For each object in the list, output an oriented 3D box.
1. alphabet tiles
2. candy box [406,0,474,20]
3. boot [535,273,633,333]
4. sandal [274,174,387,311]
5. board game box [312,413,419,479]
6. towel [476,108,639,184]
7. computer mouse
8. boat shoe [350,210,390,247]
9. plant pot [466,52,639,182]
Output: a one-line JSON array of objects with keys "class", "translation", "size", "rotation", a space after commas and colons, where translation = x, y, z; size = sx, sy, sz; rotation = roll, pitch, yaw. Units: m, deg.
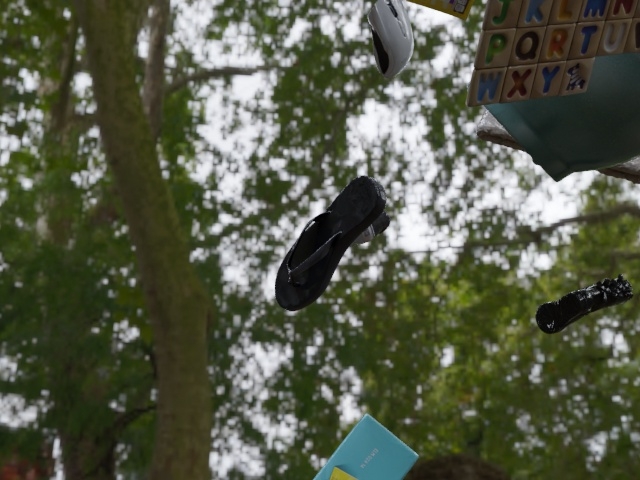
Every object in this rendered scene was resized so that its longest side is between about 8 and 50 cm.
[{"class": "alphabet tiles", "translation": [0.257, -0.234, 1.034], "size": [0.237, 0.009, 0.198], "rotation": [-11, -55, -29]}, {"class": "candy box", "translation": [0.215, -0.455, 1.627], "size": [0.105, 0.027, 0.206], "rotation": [17, -62, -3]}, {"class": "boot", "translation": [0.368, 0.088, 1.455], "size": [0.099, 0.045, 0.121], "rotation": [-14, -17, -26]}, {"class": "sandal", "translation": [0.000, -0.001, 1.613], "size": [0.054, 0.097, 0.254], "rotation": [16, -62, -45]}, {"class": "board game box", "translation": [-0.031, 0.367, 1.191], "size": [0.079, 0.336, 0.254], "rotation": [38, -15, 8]}, {"class": "towel", "translation": [0.400, -0.197, 1.622], "size": [0.282, 0.187, 0.049], "rotation": [17, -31, 19]}, {"class": "computer mouse", "translation": [0.106, -0.328, 1.540], "size": [0.042, 0.106, 0.193], "rotation": [18, -43, 40]}, {"class": "boat shoe", "translation": [0.080, -0.038, 2.026], "size": [0.076, 0.080, 0.228], "rotation": [-26, 3, -11]}, {"class": "plant pot", "translation": [0.312, -0.199, 1.323], "size": [0.196, 0.293, 0.293], "rotation": [-44, -42, 12]}]
